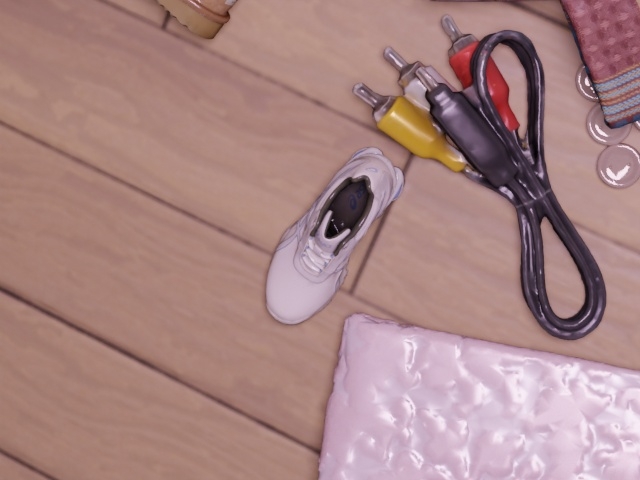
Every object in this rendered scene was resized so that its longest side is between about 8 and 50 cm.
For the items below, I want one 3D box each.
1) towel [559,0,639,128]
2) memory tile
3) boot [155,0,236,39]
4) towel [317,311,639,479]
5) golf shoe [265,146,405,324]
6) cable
[{"bbox_3d":[0.343,-0.263,1.080,0.370,0.040,0.271,-23,112,8],"label":"towel"},{"bbox_3d":[0.288,-0.110,1.194,0.148,0.012,0.113,-15,94,15],"label":"memory tile"},{"bbox_3d":[-0.091,-0.338,1.225,0.236,0.089,0.269,38,105,-4],"label":"boot"},{"bbox_3d":[0.144,0.249,1.237,0.317,0.053,0.332,10,89,13],"label":"towel"},{"bbox_3d":[0.000,0.000,1.245,0.069,0.086,0.176,33,106,6],"label":"golf shoe"},{"bbox_3d":[0.162,-0.059,1.227,0.139,0.072,0.287,-38,100,-1],"label":"cable"}]
